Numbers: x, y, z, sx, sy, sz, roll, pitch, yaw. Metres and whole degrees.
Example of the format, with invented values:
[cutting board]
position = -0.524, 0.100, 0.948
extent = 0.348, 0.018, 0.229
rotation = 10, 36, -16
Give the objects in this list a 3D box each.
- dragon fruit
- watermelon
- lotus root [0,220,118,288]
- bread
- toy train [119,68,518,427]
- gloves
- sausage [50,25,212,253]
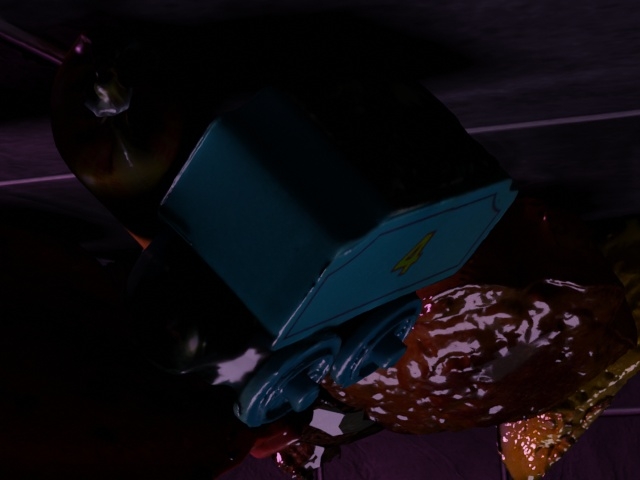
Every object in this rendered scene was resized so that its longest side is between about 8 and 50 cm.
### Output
[dragon fruit]
position = -0.198, 0.064, 0.644
extent = 0.343, 0.100, 0.282
rotation = 27, -164, 14
[watermelon]
position = 0.250, 0.078, 1.186
extent = 0.123, 0.129, 0.301
rotation = 20, 120, -33
[lotus root]
position = -0.261, 0.063, 1.060
extent = 0.193, 0.193, 0.291
rotation = -7, 167, 31
[bread]
position = 0.134, 0.064, 1.076
extent = 0.232, 0.135, 0.246
rotation = -32, 142, 34
[toy train]
position = 0.000, 0.000, 0.645
extent = 0.198, 0.107, 0.154
rotation = -16, 147, -55
[gloves]
position = -0.068, 0.113, 1.225
extent = 0.312, 0.135, 0.210
rotation = 20, 169, 38
[sausage]
position = -0.085, -0.036, 0.721
extent = 0.082, 0.082, 0.371
rotation = -2, 170, 1
